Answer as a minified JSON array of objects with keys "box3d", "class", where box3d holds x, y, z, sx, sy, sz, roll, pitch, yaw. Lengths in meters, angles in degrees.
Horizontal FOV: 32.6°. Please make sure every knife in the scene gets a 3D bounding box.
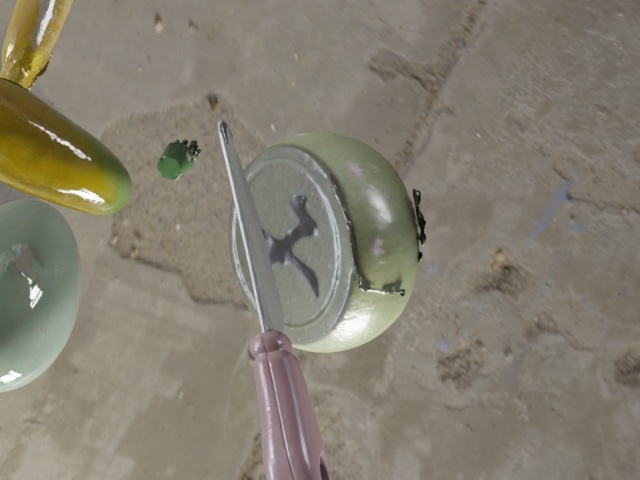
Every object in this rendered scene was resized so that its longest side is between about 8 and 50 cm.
[{"box3d":[-0.039,0.055,0.895,0.043,0.081,0.335,-15,68,10],"class":"knife"}]

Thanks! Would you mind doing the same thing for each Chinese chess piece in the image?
[{"box3d":[0.000,0.000,1.124,0.092,0.238,0.237,-6,113,-39],"class":"Chinese chess piece"}]

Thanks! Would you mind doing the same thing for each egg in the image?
[{"box3d":[-0.516,0.084,1.832,0.230,0.370,0.230,4,139,4],"class":"egg"}]

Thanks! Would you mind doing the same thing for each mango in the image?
[{"box3d":[-0.343,-0.105,1.328,0.251,0.156,0.114,36,79,-17],"class":"mango"}]

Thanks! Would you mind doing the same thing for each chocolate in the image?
[{"box3d":[-0.422,-0.291,1.582,0.086,0.085,0.219,20,67,-14],"class":"chocolate"}]

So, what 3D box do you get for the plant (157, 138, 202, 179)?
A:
[{"box3d":[-0.212,-0.131,1.664,0.051,0.102,0.051,7,118,13],"class":"plant"}]
